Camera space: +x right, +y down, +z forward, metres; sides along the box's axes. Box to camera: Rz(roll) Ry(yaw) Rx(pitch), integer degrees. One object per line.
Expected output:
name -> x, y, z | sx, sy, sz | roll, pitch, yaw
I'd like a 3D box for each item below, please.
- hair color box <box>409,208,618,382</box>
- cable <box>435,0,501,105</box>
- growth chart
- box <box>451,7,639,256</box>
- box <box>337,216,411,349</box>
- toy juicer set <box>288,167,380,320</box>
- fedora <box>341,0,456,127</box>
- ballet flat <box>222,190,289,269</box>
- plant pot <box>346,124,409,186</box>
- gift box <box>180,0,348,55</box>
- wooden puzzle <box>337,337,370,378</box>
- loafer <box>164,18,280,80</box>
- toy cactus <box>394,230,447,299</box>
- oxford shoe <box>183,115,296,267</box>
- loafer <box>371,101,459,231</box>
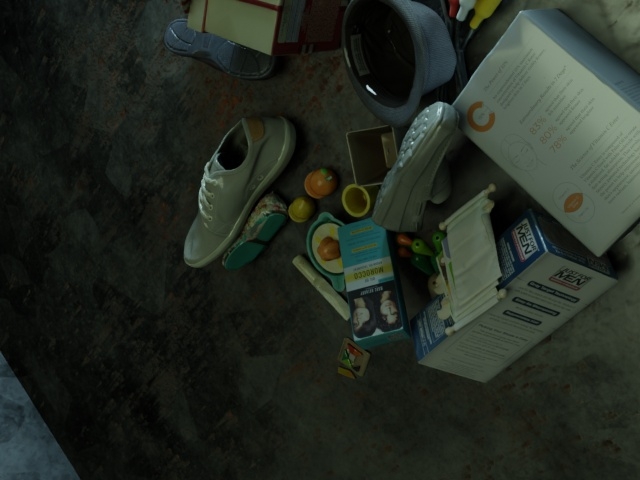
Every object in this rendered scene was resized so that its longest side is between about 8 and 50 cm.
hair color box -> 0.334, 0.111, 1.409 | 0.347, 0.173, 0.105 | -49, 34, 37
cable -> 0.238, -0.367, 1.406 | 0.139, 0.072, 0.287 | 37, 124, 30
growth chart -> 0.257, 0.035, 1.376 | 0.172, 0.021, 0.237 | -37, 45, 47
box -> 0.414, -0.181, 1.267 | 0.345, 0.168, 0.215 | 47, 127, 16
box -> 0.101, 0.079, 1.524 | 0.100, 0.060, 0.244 | -16, 62, 15
toy juicer set -> 0.000, 0.000, 1.697 | 0.209, 0.089, 0.329 | 28, 120, 28
fedora -> 0.153, -0.341, 1.420 | 0.275, 0.124, 0.244 | 47, 143, 43
ballet flat -> -0.152, -0.023, 1.826 | 0.241, 0.091, 0.077 | -43, 47, 34
plant pot -> 0.129, -0.171, 1.537 | 0.109, 0.096, 0.109 | -4, 101, 39
gift box -> -0.115, -0.509, 1.510 | 0.258, 0.276, 0.255 | 27, 114, 30
wooden puzzle -> 0.074, 0.264, 1.773 | 0.078, 0.014, 0.116 | 24, 117, 30
loafer -> -0.205, -0.419, 1.735 | 0.302, 0.095, 0.109 | 23, 94, 26
toy cactus -> 0.235, 0.048, 1.541 | 0.218, 0.112, 0.181 | 17, 133, 30
oxford shoe -> -0.218, -0.113, 1.773 | 0.449, 0.130, 0.169 | -51, 42, 33
loafer -> 0.183, -0.119, 1.378 | 0.111, 0.112, 0.319 | 18, 148, -4
